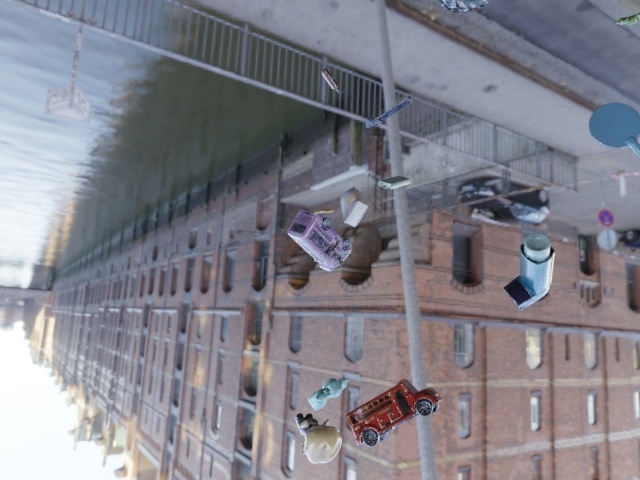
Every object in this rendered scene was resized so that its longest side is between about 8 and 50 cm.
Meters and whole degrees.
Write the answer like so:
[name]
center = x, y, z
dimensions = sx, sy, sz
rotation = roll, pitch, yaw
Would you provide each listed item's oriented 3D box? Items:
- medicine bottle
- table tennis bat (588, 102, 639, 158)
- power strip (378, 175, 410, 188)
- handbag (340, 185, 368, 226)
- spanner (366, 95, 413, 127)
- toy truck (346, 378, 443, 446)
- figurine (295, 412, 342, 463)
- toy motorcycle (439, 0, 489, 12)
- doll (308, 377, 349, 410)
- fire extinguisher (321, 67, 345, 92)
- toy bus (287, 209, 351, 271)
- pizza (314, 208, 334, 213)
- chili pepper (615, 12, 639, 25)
[medicine bottle]
center = 0.574, 0.084, 1.316
dimensions = 0.124, 0.079, 0.258
rotation = -25, 140, 0
[table tennis bat]
center = 0.686, -0.248, 1.099
dimensions = 0.100, 0.155, 0.019
rotation = -39, 155, 18
[power strip]
center = 0.233, -0.181, 1.491
dimensions = 0.051, 0.019, 0.136
rotation = 19, -154, 37
[handbag]
center = 0.140, -0.143, 2.001
dimensions = 0.095, 0.117, 0.173
rotation = 26, -157, -19
[spanner]
center = 0.256, -0.481, 1.814
dimensions = 0.208, 0.012, 0.046
rotation = -27, 117, 34
[toy truck]
center = 0.202, 0.460, 1.313
dimensions = 0.253, 0.114, 0.107
rotation = -35, 155, 12
[figurine]
center = -0.011, 0.585, 1.461
dimensions = 0.114, 0.108, 0.196
rotation = 17, -172, -23
[toy motorcycle]
center = 0.102, -0.487, 0.692
dimensions = 0.410, 0.237, 0.169
rotation = 3, -175, -24
[doll]
center = 0.027, 0.503, 1.603
dimensions = 0.159, 0.059, 0.158
rotation = -17, 154, -43
[fire extinguisher]
center = 0.037, -0.536, 1.634
dimensions = 0.100, 0.032, 0.046
rotation = 50, 165, -18
[toy bus]
center = 0.000, 0.000, 1.423
dimensions = 0.096, 0.108, 0.199
rotation = 18, 160, 46
[pizza]
center = 0.014, -0.098, 1.626
dimensions = 0.083, 0.016, 0.037
rotation = -8, -175, -34
[chili pepper]
center = 0.722, -0.507, 1.098
dimensions = 0.083, 0.027, 0.022
rotation = 7, 167, 46
